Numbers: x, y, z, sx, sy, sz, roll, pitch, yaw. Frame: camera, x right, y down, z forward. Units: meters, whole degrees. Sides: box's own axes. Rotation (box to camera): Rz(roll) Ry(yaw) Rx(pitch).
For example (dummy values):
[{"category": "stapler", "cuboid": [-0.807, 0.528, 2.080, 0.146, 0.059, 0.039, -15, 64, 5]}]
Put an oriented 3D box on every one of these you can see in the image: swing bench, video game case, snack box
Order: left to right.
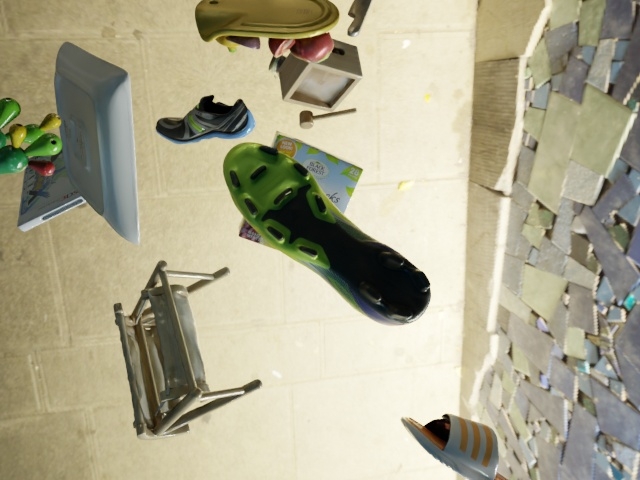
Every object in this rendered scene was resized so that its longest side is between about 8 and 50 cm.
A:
[{"category": "video game case", "cuboid": [-0.836, -0.213, 1.682, 0.299, 0.329, 0.036, -25, 141, 5]}, {"category": "swing bench", "cuboid": [-0.276, 0.211, 0.971, 0.254, 0.253, 0.165, -36, 152, 29]}, {"category": "snack box", "cuboid": [-0.041, -0.079, 0.986, 0.174, 0.070, 0.207, 19, 103, -15]}]

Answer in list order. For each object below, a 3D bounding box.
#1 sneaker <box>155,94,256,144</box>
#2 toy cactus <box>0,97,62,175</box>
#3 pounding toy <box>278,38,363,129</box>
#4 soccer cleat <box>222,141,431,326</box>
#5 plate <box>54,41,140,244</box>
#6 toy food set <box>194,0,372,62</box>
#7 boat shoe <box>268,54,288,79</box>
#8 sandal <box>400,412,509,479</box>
[{"category": "sneaker", "cuboid": [-0.206, -0.217, 0.912, 0.188, 0.067, 0.078, -2, 129, 19]}, {"category": "toy cactus", "cuboid": [-0.459, -0.112, 0.704, 0.218, 0.112, 0.181, 14, 69, 4]}, {"category": "pounding toy", "cuboid": [0.002, -0.336, 1.126, 0.180, 0.206, 0.094, 5, 65, -30]}, {"category": "soccer cleat", "cuboid": [0.000, 0.001, 0.606, 0.289, 0.121, 0.093, 39, 76, -3]}, {"category": "plate", "cuboid": [-0.379, -0.163, 0.855, 0.045, 0.278, 0.278, -17, 126, -37]}, {"category": "toy food set", "cuboid": [-0.046, -0.260, 0.658, 0.217, 0.128, 0.071, 5, 136, 3]}, {"category": "boat shoe", "cuboid": [-0.092, -0.498, 1.522, 0.073, 0.223, 0.080, 31, 103, 4]}, {"category": "sandal", "cuboid": [0.233, 0.307, 0.748, 0.265, 0.102, 0.076, 34, 86, -9]}]
